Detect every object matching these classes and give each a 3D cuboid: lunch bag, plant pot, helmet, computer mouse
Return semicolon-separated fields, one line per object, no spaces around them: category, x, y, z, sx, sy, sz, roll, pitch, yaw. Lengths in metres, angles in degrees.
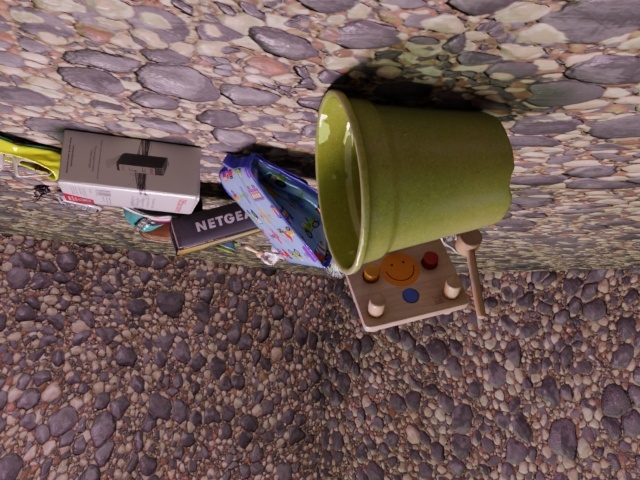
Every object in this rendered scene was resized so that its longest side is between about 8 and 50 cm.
lunch bag;-0.101;-0.081;1.407;0.293;0.138;0.221;40;166;-20
plant pot;0.145;-0.099;0.995;0.253;0.276;0.276;-6;174;-12
helmet;0.067;0.057;2.424;0.169;0.162;0.169;4;172;0
computer mouse;-0.742;-0.126;1.909;0.192;0.042;0.106;13;164;-25

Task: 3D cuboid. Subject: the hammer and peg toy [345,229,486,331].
hammer and peg toy;0.241;0.068;1.524;0.360;0.266;0.127;-11;146;-9

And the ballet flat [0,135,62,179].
ballet flat;-0.648;-0.175;1.351;0.077;0.077;0.230;-2;170;42

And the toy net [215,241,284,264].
toy net;-0.223;0.042;2.095;0.232;0.045;0.122;18;174;16

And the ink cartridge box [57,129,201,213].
ink cartridge box;-0.398;-0.138;1.371;0.272;0.114;0.197;7;171;-16

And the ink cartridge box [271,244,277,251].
ink cartridge box;0.000;0.000;2.148;0.271;0.130;0.309;4;173;6

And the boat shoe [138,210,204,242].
boat shoe;-0.428;-0.057;2.073;0.307;0.111;0.104;-5;172;-15

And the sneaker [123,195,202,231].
sneaker;-0.475;-0.100;1.706;0.178;0.124;0.295;-12;166;31

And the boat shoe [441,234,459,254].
boat shoe;0.469;0.001;2.125;0.068;0.081;0.227;2;171;40

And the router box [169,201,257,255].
router box;-0.252;-0.044;1.761;0.308;0.081;0.243;-16;177;-15
